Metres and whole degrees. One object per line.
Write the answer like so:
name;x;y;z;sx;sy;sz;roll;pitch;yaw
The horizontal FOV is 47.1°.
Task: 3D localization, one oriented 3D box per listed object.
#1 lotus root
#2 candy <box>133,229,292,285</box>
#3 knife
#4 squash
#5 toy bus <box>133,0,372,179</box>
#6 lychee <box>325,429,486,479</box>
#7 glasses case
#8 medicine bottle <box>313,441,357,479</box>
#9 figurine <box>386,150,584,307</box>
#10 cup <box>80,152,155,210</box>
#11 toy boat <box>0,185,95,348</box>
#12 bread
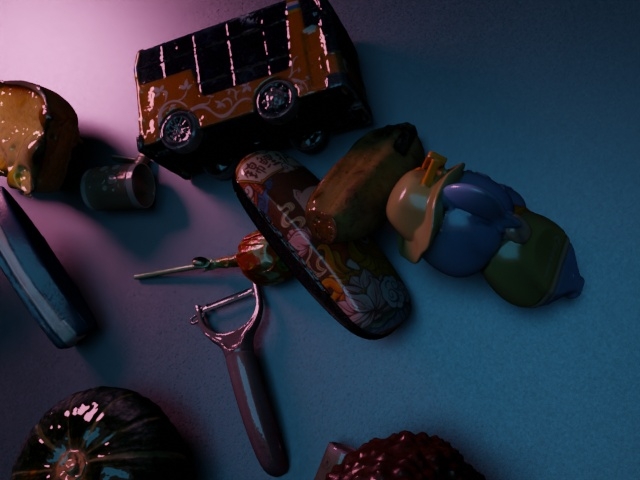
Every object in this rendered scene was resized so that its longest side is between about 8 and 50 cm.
lotus root;0.062;-0.075;1.002;0.110;0.097;0.258;17;42;28
candy;-0.166;0.033;1.114;0.288;0.078;0.084;-8;53;25
knife;-0.112;0.208;1.064;0.123;0.053;0.277;-23;72;17
squash;-0.311;0.335;1.036;0.252;0.165;0.252;-8;62;15
toy bus;-0.102;-0.223;1.091;0.324;0.162;0.194;-15;72;16
lychee;0.110;0.368;0.853;0.304;0.276;0.275;-39;70;23
glasses case;0.000;0.000;1.021;0.321;0.122;0.082;50;130;14
medicine bottle;0.001;0.375;0.989;0.058;0.057;0.199;21;86;20
figurine;0.203;-0.003;0.939;0.262;0.180;0.153;33;97;-21
cup;-0.326;-0.099;1.178;0.099;0.074;0.102;-3;78;17
toy boat;-0.460;0.033;1.160;0.062;0.096;0.299;-35;87;0
bread;-0.463;-0.163;1.205;0.252;0.133;0.174;15;93;42
